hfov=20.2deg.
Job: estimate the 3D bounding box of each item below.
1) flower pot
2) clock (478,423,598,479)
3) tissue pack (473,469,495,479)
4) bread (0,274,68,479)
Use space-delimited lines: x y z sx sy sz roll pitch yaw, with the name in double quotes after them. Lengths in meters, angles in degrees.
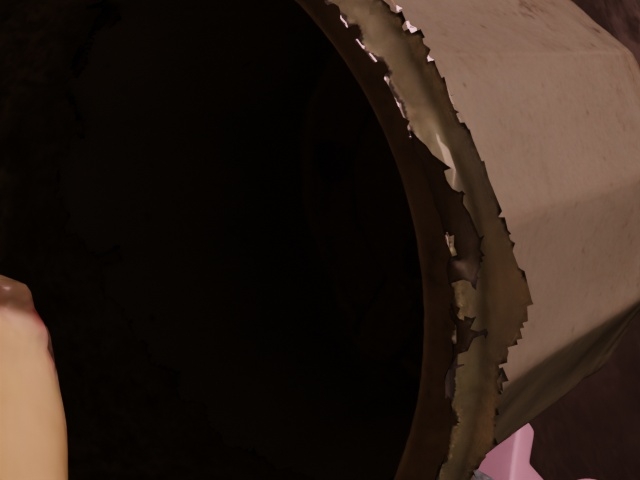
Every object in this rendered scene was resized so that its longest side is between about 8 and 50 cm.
0.000 0.000 0.666 0.259 0.290 0.290 -13 79 -54 "flower pot"
0.157 0.283 1.003 0.275 0.080 0.290 38 41 -36 "clock"
-0.027 0.193 0.721 0.228 0.103 0.315 31 39 -9 "tissue pack"
-0.217 0.122 0.456 0.316 0.211 0.270 14 65 -42 "bread"
